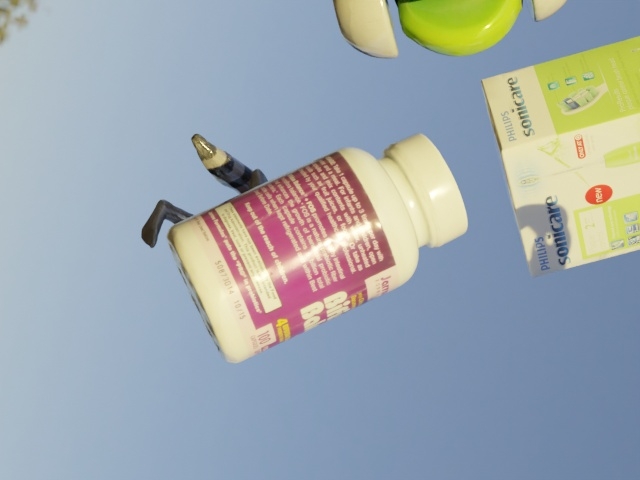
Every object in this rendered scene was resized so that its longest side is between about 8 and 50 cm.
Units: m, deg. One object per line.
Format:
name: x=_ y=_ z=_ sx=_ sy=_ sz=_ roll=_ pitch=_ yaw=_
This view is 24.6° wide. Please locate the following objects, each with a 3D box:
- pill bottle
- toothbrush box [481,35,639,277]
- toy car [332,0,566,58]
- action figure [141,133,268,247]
pill bottle: x=0.000 y=0.000 z=1.597 sx=0.169 sy=0.302 sz=0.169 roll=63 pitch=-8 yaw=16
toothbrush box: x=0.335 y=-0.100 z=1.572 sx=0.206 sy=0.283 sz=0.122 roll=70 pitch=9 yaw=-46
toy car: x=0.076 y=-0.212 z=0.944 sx=0.136 sy=0.159 sz=0.182 roll=63 pitch=15 yaw=-73
action figure: x=-0.004 y=-0.041 z=1.838 sx=0.341 sy=0.330 sz=0.178 roll=-29 pitch=-115 yaw=34
